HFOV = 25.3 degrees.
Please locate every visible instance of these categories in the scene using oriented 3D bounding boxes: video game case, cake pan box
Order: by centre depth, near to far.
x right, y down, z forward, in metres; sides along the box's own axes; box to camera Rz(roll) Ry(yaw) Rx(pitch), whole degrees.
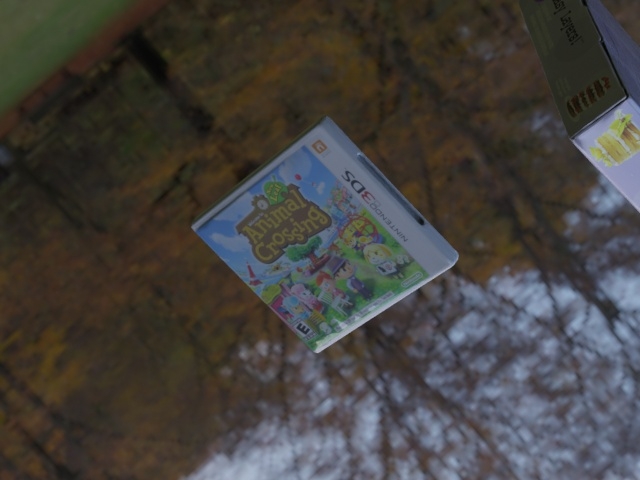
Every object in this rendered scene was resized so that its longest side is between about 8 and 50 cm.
[{"bbox_3d":[0.296,-0.109,1.317,0.070,0.246,0.267,-35,-147,20],"label":"cake pan box"},{"bbox_3d":[0.000,0.000,1.430,0.212,0.193,0.023,-36,-166,38],"label":"video game case"}]
